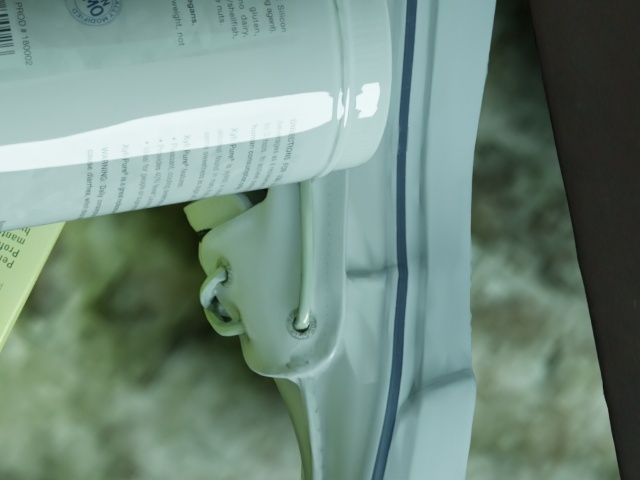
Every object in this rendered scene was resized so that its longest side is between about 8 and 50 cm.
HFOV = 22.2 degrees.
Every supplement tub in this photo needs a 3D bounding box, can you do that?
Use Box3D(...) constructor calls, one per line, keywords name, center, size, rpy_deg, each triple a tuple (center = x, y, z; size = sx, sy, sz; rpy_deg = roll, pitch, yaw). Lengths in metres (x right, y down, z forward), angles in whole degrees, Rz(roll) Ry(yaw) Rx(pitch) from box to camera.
Box3D(name="supplement tub", center=(-0.046, -0.041, 0.355), size=(0.107, 0.071, 0.071), rpy_deg=(-9, 101, -19))

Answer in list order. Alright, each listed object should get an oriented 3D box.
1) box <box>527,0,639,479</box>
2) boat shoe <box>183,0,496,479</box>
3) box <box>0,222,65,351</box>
Box3D(name="box", center=(0.149, -0.111, 0.382), size=(0.143, 0.191, 0.381), rpy_deg=(-25, 106, -39))
Box3D(name="boat shoe", center=(0.000, 0.000, 0.441), size=(0.076, 0.083, 0.226), rpy_deg=(5, 85, -7))
Box3D(name="box", center=(-0.095, -0.043, 0.408), size=(0.087, 0.058, 0.232), rpy_deg=(25, 92, -19))
